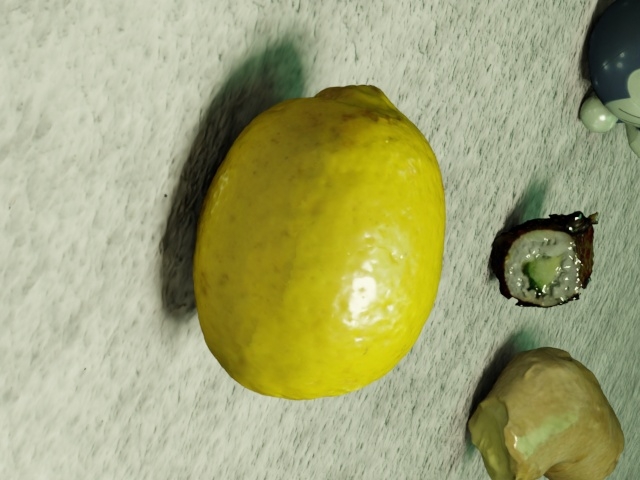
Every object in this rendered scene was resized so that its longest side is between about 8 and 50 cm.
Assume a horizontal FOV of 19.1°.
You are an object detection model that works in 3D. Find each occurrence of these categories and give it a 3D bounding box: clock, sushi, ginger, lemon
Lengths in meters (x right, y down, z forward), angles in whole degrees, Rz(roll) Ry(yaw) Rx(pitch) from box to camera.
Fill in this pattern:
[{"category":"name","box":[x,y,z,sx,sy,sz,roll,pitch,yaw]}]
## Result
[{"category":"clock","box":[0.356,-0.168,1.935,0.243,0.200,0.146,44,27,-66]},{"category":"sushi","box":[0.223,0.015,1.869,0.084,0.094,0.098,-16,108,-69]},{"category":"ginger","box":[0.241,0.191,2.024,0.267,0.138,0.152,11,113,-56]},{"category":"lemon","box":[0.000,0.000,1.223,0.170,0.170,0.207,-4,106,-67]}]
